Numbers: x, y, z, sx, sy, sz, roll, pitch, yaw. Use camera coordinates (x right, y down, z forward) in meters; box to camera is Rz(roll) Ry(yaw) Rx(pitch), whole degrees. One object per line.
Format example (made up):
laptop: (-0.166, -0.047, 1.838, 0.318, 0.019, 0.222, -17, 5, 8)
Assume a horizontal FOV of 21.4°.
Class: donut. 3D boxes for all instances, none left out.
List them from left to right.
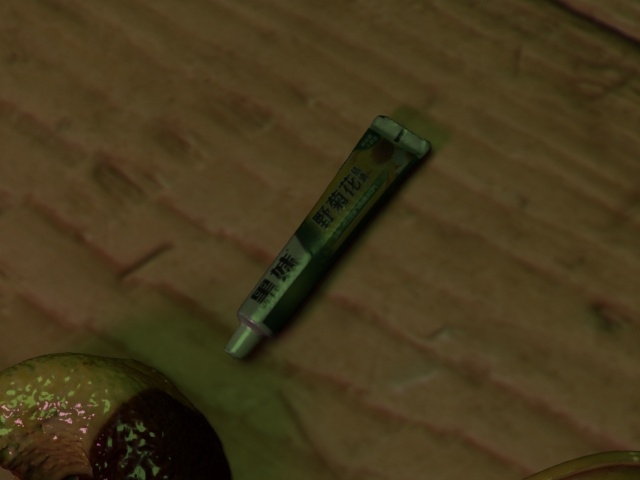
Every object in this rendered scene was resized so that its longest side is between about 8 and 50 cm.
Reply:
donut: (-0.149, 0.145, 1.125, 0.141, 0.085, 0.217, -46, 64, -6)

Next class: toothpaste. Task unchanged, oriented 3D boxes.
toothpaste: (0.000, 0.000, 1.174, 0.049, 0.031, 0.204, 33, 77, 23)

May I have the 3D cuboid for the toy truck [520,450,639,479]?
toy truck: (0.179, 0.274, 0.902, 0.204, 0.288, 0.211, -27, 40, 4)
